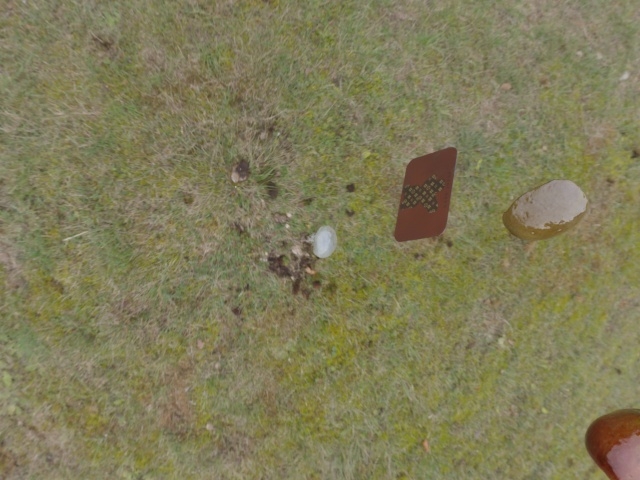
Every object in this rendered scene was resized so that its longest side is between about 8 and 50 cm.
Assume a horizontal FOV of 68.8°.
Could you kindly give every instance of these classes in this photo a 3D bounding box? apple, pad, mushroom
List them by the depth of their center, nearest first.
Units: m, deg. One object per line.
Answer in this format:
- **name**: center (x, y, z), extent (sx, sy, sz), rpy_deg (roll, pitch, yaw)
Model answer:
- **mushroom**: center (0.000, 0.000, 1.203), extent (0.079, 0.085, 0.085), rpy_deg (17, 94, 30)
- **apple**: center (0.860, 0.571, 1.283), extent (0.230, 0.230, 0.229), rpy_deg (-1, 97, -10)
- **pad**: center (0.287, -0.126, 1.284), extent (0.004, 0.181, 0.267), rpy_deg (27, 67, -34)

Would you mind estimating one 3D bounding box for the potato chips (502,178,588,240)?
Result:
- **potato chips**: center (0.534, -0.057, 1.114), extent (0.150, 0.202, 0.049), rpy_deg (44, 49, -12)
